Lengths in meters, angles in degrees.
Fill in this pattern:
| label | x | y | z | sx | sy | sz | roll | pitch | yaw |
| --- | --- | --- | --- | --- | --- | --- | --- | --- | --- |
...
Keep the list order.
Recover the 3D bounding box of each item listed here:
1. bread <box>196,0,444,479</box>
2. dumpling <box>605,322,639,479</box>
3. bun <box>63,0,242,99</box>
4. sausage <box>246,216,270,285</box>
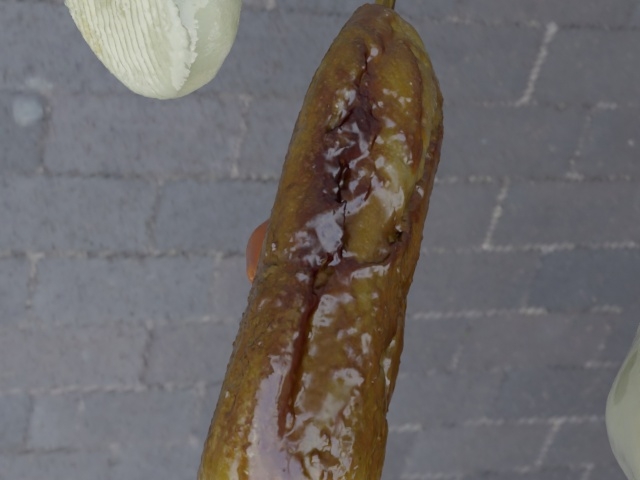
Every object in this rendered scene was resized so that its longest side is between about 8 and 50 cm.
| label | x | y | z | sx | sy | sz | roll | pitch | yaw |
| --- | --- | --- | --- | --- | --- | --- | --- | --- | --- |
| bread | 0.014 | -0.004 | 0.709 | 0.084 | 0.344 | 0.124 | 15 | 150 | -2 |
| dumpling | 0.400 | 0.192 | 1.192 | 0.315 | 0.395 | 0.233 | 32 | 116 | -18 |
| bun | -0.186 | -0.302 | 1.574 | 0.146 | 0.287 | 0.287 | -27 | 139 | -30 |
| sausage | 0.002 | -0.001 | 1.639 | 0.133 | 0.258 | 0.133 | 9 | 116 | 20 |
